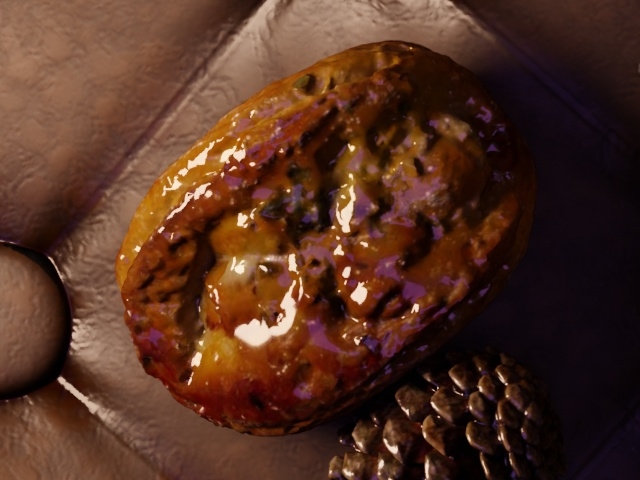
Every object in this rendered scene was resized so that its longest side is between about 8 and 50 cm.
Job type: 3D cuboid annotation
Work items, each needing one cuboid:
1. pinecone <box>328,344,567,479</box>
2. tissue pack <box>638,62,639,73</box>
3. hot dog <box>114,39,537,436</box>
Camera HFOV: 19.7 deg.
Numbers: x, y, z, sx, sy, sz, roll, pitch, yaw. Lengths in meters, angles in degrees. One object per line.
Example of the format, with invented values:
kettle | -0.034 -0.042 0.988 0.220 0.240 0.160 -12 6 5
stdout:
pinecone | 0.111 0.186 1.595 0.204 0.184 0.179 -23 75 11
tissue pack | 0.463 -0.196 1.486 0.394 0.288 0.124 -33 96 6
hot dog | 0.000 0.000 1.592 0.387 0.174 0.267 -37 91 5
